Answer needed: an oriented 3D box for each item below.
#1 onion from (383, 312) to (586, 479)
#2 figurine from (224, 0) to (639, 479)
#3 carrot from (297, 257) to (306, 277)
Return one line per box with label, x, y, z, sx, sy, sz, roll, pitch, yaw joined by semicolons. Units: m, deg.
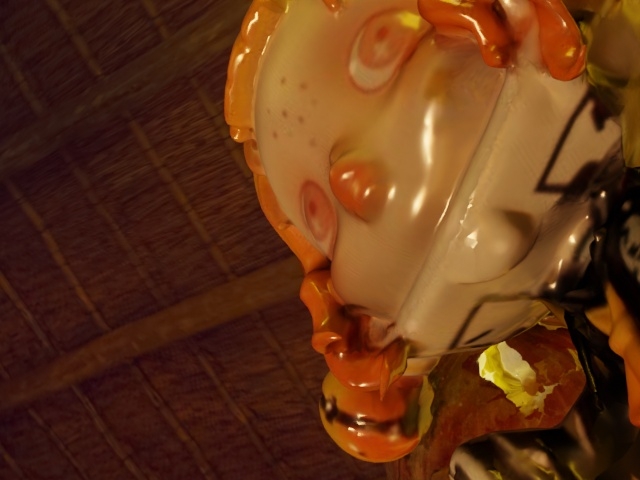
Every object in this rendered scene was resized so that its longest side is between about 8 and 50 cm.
onion;0.241;0.243;1.201;0.353;0.353;0.354;0;-89;-21
figurine;0.081;-0.038;0.440;0.196;0.323;0.320;-5;-49;-36
carrot;0.000;0.000;0.752;0.055;0.055;0.161;-18;-73;-20
